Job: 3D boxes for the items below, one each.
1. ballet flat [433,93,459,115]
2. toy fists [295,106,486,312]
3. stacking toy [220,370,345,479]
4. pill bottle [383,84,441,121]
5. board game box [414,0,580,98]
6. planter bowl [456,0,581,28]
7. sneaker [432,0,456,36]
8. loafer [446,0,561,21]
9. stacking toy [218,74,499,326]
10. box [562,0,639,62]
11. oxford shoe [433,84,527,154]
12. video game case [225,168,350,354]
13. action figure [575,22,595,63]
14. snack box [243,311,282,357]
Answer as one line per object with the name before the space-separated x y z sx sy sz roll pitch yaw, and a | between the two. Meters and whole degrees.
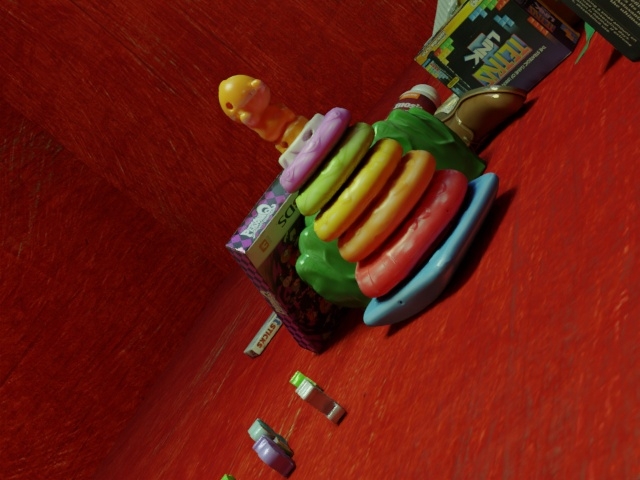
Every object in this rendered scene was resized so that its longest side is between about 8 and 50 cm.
ballet flat | 0.246 -0.224 1.435 0.206 0.073 0.067 -53 32 9
toy fists | 0.075 -0.041 1.189 0.279 0.142 0.096 -53 7 -20
stacking toy | -0.057 0.220 1.064 0.167 0.052 0.221 -52 6 -5
pill bottle | 0.166 -0.219 1.797 0.086 0.086 0.152 -45 9 46
board game box | 0.228 -0.253 1.297 0.170 0.141 0.048 -44 8 49
planter bowl | 0.297 -0.336 1.311 0.217 0.217 0.090 -49 42 18
sneaker | 0.282 -0.411 1.631 0.102 0.161 0.282 148 134 -76
loafer | 0.306 -0.358 1.483 0.251 0.094 0.087 -19 -8 35
stacking toy | 0.018 -0.070 1.025 0.166 0.302 0.175 -56 7 -36
box | 0.341 -0.333 0.790 0.296 0.182 0.294 -52 8 -6
oxford shoe | 0.203 -0.145 1.301 0.212 0.076 0.076 147 131 -64
video game case | 0.000 0.000 1.260 0.042 0.232 0.210 20 64 38
action figure | 0.336 -0.285 1.072 0.137 0.063 0.232 -49 10 38
snack box | -0.075 0.135 1.795 0.178 0.022 0.064 -54 6 -20
